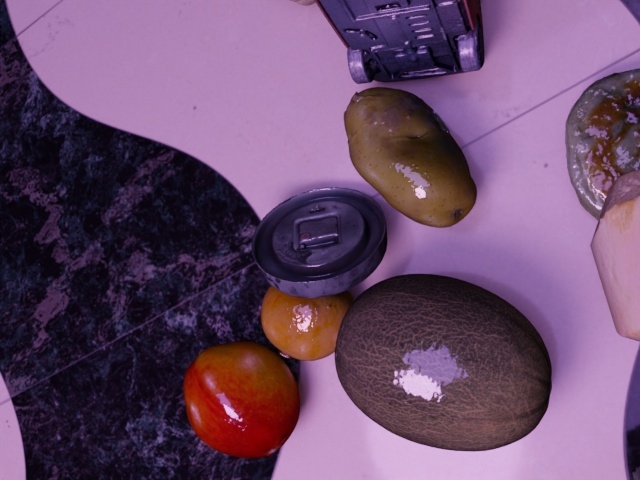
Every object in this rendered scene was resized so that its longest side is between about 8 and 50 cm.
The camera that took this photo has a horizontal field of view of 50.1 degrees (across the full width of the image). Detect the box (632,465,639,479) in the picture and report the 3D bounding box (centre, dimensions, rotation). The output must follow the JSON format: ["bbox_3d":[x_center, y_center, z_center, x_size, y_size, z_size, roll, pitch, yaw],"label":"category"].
[{"bbox_3d":[0.474,0.326,0.849,0.129,0.225,0.086,-32,77,17],"label":"box"}]

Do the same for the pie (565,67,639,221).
[{"bbox_3d":[0.454,-0.133,0.956,0.240,0.054,0.241,-1,84,14],"label":"pie"}]

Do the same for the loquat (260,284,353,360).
[{"bbox_3d":[-0.020,0.116,1.094,0.163,0.137,0.163,-3,85,38],"label":"loquat"}]

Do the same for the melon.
[{"bbox_3d":[0.172,0.170,0.967,0.301,0.237,0.238,14,94,20],"label":"melon"}]

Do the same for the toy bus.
[{"bbox_3d":[0.098,-0.384,0.918,0.203,0.427,0.233,-2,76,21],"label":"toy bus"}]

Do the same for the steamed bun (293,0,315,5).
[{"bbox_3d":[-0.043,-0.556,1.088,0.276,0.203,0.289,36,101,18],"label":"steamed bun"}]

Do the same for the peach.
[{"bbox_3d":[-0.122,0.264,1.105,0.197,0.197,0.198,-1,88,21],"label":"peach"}]

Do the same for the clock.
[{"bbox_3d":[0.000,0.000,1.072,0.214,0.042,0.215,-9,42,9],"label":"clock"}]

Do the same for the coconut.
[{"bbox_3d":[0.451,0.024,0.805,0.239,0.239,0.244,-18,80,20],"label":"coconut"}]

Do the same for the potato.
[{"bbox_3d":[0.136,-0.126,1.026,0.248,0.169,0.143,55,136,24],"label":"potato"}]
